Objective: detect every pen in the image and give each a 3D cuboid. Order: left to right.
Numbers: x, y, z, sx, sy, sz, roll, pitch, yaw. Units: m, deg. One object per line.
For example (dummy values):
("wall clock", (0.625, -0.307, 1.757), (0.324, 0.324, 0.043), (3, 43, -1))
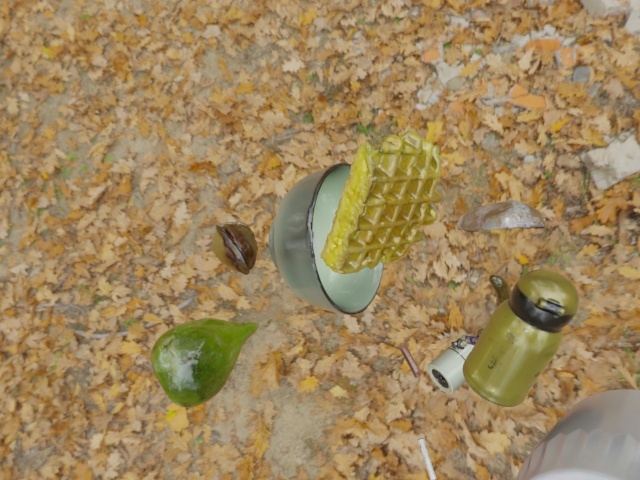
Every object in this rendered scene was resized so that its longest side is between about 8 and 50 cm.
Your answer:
("pen", (0.402, 0.837, 1.697), (0.025, 0.025, 0.204), (-21, 60, 11))

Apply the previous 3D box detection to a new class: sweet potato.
("sweet potato", (0.654, 0.207, 1.641), (0.075, 0.273, 0.075), (-17, 46, 18))

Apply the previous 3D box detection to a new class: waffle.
("waffle", (0.124, -0.061, 0.732), (0.057, 0.219, 0.229), (40, 122, 37))

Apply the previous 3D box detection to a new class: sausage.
("sausage", (0.362, 0.486, 1.856), (0.030, 0.035, 0.147), (-35, 68, 19))

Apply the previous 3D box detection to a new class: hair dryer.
("hair dryer", (0.504, 0.515, 1.774), (0.203, 0.362, 0.128), (-33, 60, -20))

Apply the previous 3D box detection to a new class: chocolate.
("chocolate", (0.587, -0.076, 1.531), (0.185, 0.303, 0.101), (-8, 91, -7))

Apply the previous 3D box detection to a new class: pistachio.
("pistachio", (-0.247, 0.023, 1.363), (0.130, 0.165, 0.210), (-35, 44, -1))

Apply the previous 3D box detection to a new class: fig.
("fig", (-0.270, 0.268, 1.132), (0.274, 0.206, 0.206), (-28, 69, -23))

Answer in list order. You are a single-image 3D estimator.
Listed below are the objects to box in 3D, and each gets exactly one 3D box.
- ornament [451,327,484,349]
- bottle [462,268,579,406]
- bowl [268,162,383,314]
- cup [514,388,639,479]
("ornament", (0.513, 0.310, 1.435), (0.203, 0.081, 0.088), (-20, 118, 0))
("bottle", (0.497, 0.229, 1.127), (0.171, 0.171, 0.352), (30, 122, 20))
("bowl", (0.000, 0.000, 1.102), (0.185, 0.353, 0.354), (-4, 76, 31))
("cup", (0.390, 0.346, 0.580), (0.253, 0.371, 0.254), (-4, 83, 40))
